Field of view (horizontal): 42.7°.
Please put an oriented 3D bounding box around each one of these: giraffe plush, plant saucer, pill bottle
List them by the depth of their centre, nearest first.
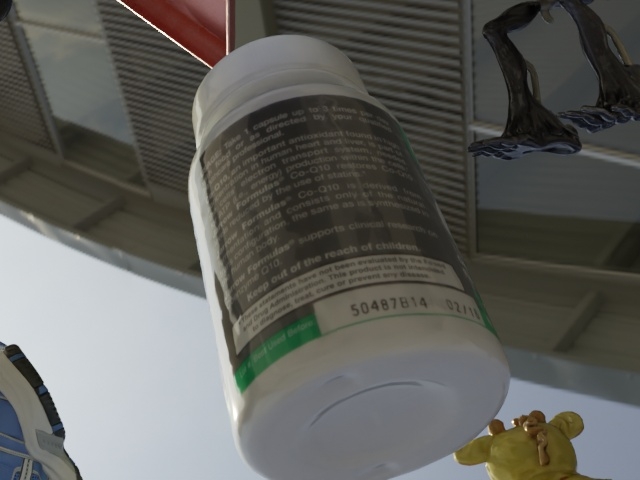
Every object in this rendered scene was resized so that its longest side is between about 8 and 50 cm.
[{"bbox_3d":[0.000,0.000,0.684,0.204,0.204,0.361,-13,-130,-6],"label":"pill bottle"},{"bbox_3d":[0.214,0.254,0.795,0.181,0.210,0.170,11,-156,-23],"label":"giraffe plush"},{"bbox_3d":[-0.199,-0.366,1.042,0.258,0.259,0.048,37,-114,13],"label":"plant saucer"}]

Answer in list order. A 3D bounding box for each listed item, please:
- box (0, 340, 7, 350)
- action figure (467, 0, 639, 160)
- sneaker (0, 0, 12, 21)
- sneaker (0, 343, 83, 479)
[{"bbox_3d":[-0.363,0.086,0.699,0.178,0.042,0.109,23,-154,32],"label":"box"},{"bbox_3d":[0.141,-0.200,0.527,0.141,0.275,0.164,2,170,-41],"label":"action figure"},{"bbox_3d":[-0.498,-0.267,1.110,0.124,0.107,0.283,30,-138,7],"label":"sneaker"},{"bbox_3d":[-0.224,0.176,0.605,0.081,0.211,0.080,-27,-148,-27],"label":"sneaker"}]
